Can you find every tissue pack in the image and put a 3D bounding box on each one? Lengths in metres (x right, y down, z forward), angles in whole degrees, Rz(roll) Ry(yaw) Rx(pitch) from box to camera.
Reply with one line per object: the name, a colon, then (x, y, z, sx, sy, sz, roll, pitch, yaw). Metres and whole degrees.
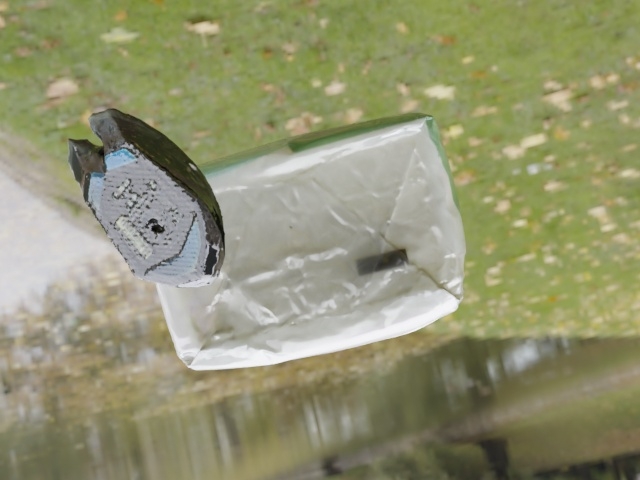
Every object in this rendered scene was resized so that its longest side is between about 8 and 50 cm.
tissue pack: (0.000, -0.002, 1.191, 0.266, 0.194, 0.356, -14, 180, 5)

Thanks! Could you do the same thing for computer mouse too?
computer mouse: (-0.108, -0.027, 0.809, 0.079, 0.135, 0.047, -47, 173, 30)
